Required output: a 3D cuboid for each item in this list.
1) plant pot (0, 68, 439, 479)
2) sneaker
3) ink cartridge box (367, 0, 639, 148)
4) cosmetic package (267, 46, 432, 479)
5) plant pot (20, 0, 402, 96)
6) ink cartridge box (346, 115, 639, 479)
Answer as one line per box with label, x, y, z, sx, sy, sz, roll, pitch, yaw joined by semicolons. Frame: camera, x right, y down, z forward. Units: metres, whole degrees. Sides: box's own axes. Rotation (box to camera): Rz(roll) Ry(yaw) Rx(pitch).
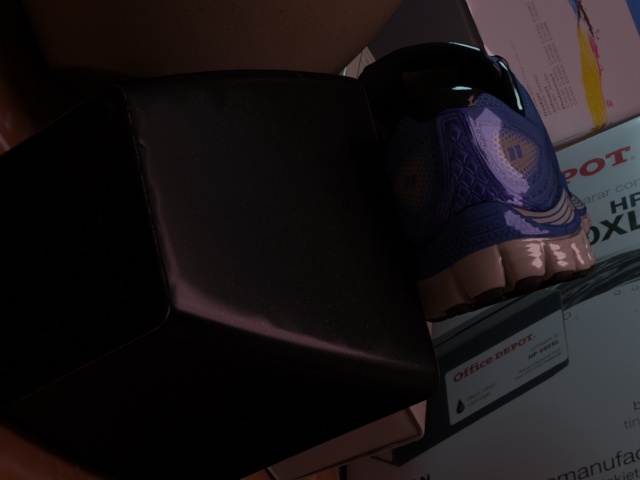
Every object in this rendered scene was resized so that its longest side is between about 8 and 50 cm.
plant pot;-0.077;0.016;0.842;0.167;0.188;0.187;14;56;-52
sneaker;0.092;-0.051;0.982;0.330;0.129;0.147;-78;152;-85
ink cartridge box;0.146;-0.162;1.409;0.270;0.198;0.197;-22;91;-45
cosmetic package;0.000;0.000;1.131;0.160;0.113;0.309;58;23;-25
plant pot;-0.071;-0.172;0.968;0.284;0.284;0.191;25;77;-61
ink cartridge box;0.175;0.127;1.189;0.166;0.285;0.395;52;25;-35
